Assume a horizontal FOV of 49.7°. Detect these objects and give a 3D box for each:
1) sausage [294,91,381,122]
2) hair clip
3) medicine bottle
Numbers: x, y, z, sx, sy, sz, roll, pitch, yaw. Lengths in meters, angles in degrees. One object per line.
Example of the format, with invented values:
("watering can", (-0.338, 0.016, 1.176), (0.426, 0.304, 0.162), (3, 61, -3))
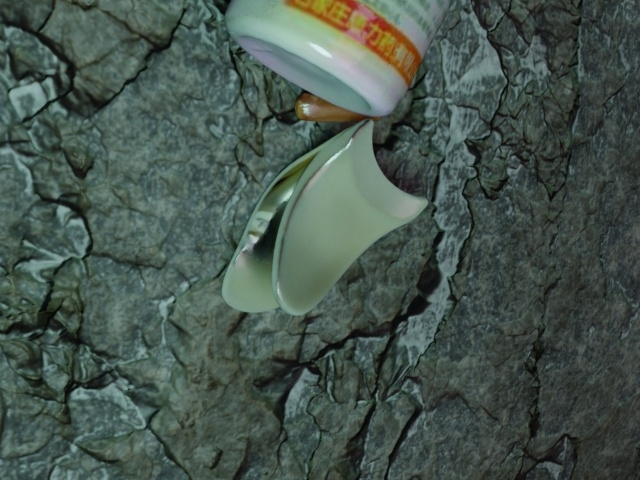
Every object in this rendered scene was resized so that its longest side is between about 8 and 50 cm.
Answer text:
("sausage", (0.024, -0.175, 0.906), (0.131, 0.041, 0.039), (-6, 115, -31))
("hair clip", (-0.007, -0.009, 0.915), (0.282, 0.113, 0.172), (-52, 127, -13))
("medicine bottle", (0.071, -0.353, 0.763), (0.219, 0.219, 0.388), (27, 91, -37))
